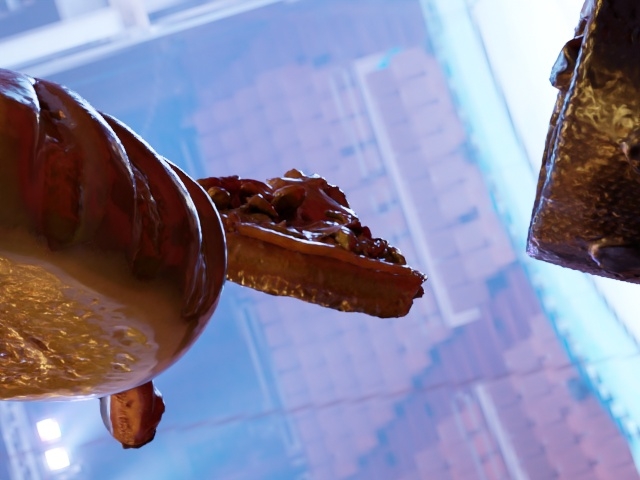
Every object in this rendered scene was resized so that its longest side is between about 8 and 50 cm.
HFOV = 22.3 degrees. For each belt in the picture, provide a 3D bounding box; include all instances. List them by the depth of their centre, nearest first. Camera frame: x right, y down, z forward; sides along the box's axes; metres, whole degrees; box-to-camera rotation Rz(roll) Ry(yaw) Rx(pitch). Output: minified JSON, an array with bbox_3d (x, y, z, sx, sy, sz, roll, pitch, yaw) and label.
[{"bbox_3d":[0.216,-0.083,0.953,0.289,0.164,0.184,92,-166,-64],"label":"belt"}]

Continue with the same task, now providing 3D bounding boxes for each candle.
[{"bbox_3d":[-0.145,0.093,1.237,0.162,0.053,0.048,91,-160,-45],"label":"candle"}]

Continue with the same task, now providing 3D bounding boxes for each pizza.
[{"bbox_3d":[0.000,0.000,1.530,0.288,0.251,0.074,-16,-53,-57],"label":"pizza"}]

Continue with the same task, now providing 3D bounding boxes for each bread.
[{"bbox_3d":[-0.209,-0.006,1.023,0.333,0.333,0.160,81,-169,-67],"label":"bread"}]
